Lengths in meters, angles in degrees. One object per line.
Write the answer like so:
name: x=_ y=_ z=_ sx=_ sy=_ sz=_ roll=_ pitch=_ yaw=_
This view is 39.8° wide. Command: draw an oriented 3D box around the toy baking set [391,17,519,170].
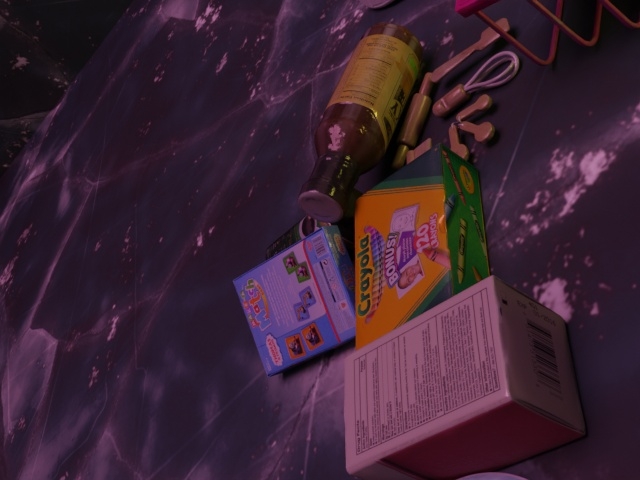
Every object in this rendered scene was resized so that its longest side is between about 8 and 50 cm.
toy baking set: x=0.196 y=-0.193 z=1.276 sx=0.197 sy=0.030 sz=0.256 roll=-1 pitch=65 yaw=52

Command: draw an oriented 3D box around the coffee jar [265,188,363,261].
coffee jar: x=0.000 y=0.000 z=1.352 sx=0.184 sy=0.079 sz=0.096 roll=-42 pitch=41 yaw=30

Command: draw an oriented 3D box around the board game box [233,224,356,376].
board game box: x=-0.028 y=0.092 z=1.289 sx=0.211 sy=0.039 sz=0.160 roll=-30 pitch=76 yaw=40

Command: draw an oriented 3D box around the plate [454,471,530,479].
plate: x=0.158 y=0.316 z=0.882 sx=0.188 sy=0.024 sz=0.188 roll=-22 pitch=32 yaw=15

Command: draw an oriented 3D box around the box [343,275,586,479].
box: x=0.148 y=0.167 z=0.963 sx=0.232 sy=0.127 sz=0.148 roll=-35 pitch=41 yaw=37

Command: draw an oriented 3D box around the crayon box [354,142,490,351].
crayon box: x=0.128 y=0.031 z=1.141 sx=0.165 sy=0.081 sz=0.278 roll=-34 pitch=41 yaw=37

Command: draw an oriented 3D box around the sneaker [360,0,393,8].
sneaker: x=0.158 y=-0.519 z=1.547 sx=0.151 sy=0.094 sz=0.256 roll=-48 pitch=0 yaw=-37

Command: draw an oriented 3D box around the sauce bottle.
sauce bottle: x=0.058 y=-0.177 z=1.323 sx=0.111 sy=0.111 sz=0.344 roll=-17 pitch=40 yaw=49

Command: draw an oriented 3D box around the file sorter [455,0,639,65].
file sorter: x=0.339 y=-0.363 z=1.049 sx=0.291 sy=0.182 sz=0.202 roll=-17 pitch=54 yaw=50
